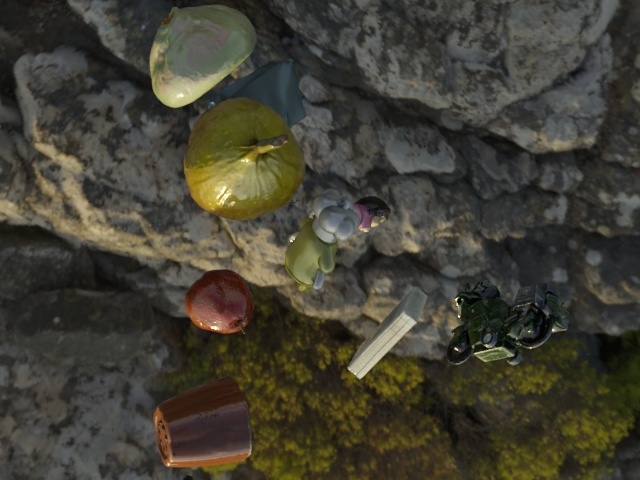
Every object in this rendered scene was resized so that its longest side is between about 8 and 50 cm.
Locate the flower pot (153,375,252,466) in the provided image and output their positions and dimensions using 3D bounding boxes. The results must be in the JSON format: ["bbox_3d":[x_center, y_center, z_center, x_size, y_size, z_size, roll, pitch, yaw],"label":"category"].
[{"bbox_3d":[-0.259,0.402,1.518,0.173,0.190,0.190,-8,118,-26],"label":"flower pot"}]

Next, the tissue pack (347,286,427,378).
[{"bbox_3d":[0.073,0.101,0.767,0.023,0.056,0.108,39,124,1],"label":"tissue pack"}]

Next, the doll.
[{"bbox_3d":[0.000,0.000,1.007,0.062,0.106,0.162,1,136,-35],"label":"doll"}]

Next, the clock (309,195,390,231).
[{"bbox_3d":[0.091,-0.074,2.093,0.196,0.194,0.100,-12,97,-50],"label":"clock"}]

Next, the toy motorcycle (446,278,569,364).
[{"bbox_3d":[0.364,0.149,1.398,0.125,0.187,0.275,36,146,-23],"label":"toy motorcycle"}]

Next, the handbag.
[{"bbox_3d":[-0.118,-0.257,1.399,0.057,0.221,0.144,8,128,35],"label":"handbag"}]

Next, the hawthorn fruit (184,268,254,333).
[{"bbox_3d":[-0.278,0.193,2.053,0.197,0.225,0.196,-32,146,-24],"label":"hawthorn fruit"}]

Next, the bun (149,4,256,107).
[{"bbox_3d":[-0.301,-0.454,1.660,0.293,0.293,0.187,-37,109,9],"label":"bun"}]

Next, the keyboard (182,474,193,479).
[{"bbox_3d":[-0.150,0.365,0.770,0.013,0.061,0.204,2,97,4],"label":"keyboard"}]

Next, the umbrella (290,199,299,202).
[{"bbox_3d":[-0.097,-0.083,1.530,0.122,0.013,0.022,-2,160,-38],"label":"umbrella"}]

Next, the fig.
[{"bbox_3d":[-0.081,-0.102,0.859,0.159,0.257,0.159,0,89,-18],"label":"fig"}]
